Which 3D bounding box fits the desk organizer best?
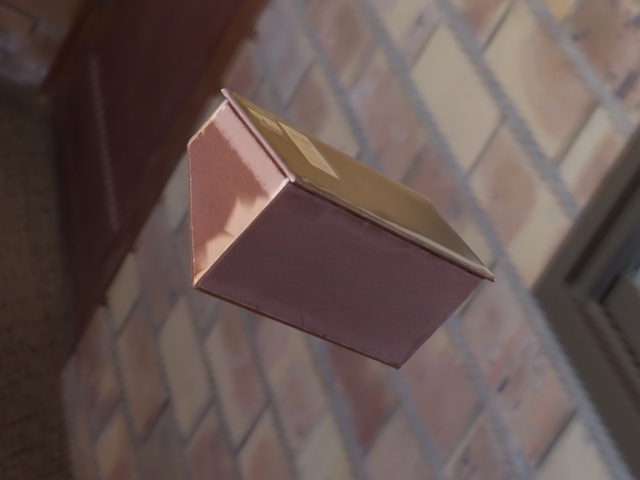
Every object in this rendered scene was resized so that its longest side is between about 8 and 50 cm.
[{"bbox_3d":[0.000,0.000,0.678,0.130,0.050,0.047,25,22,-53],"label":"desk organizer"}]
